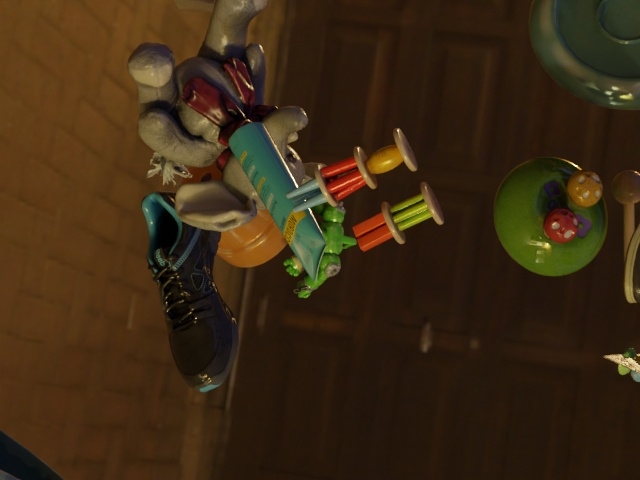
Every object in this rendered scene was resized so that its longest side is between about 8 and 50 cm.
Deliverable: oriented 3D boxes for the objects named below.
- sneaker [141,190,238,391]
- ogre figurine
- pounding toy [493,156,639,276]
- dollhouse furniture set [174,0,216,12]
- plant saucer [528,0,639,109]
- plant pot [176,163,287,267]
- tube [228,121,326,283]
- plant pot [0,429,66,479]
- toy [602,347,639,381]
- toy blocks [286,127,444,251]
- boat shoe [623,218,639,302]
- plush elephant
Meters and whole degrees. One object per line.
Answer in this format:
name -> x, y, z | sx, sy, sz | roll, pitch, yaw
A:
sneaker -> -0.228, 0.079, 1.837 | 0.140, 0.125, 0.340 | 28, 43, -57
ogre figurine -> 0.000, 0.000, 2.116 | 0.118, 0.097, 0.197 | -15, -134, 52
pounding toy -> 0.384, -0.041, 1.673 | 0.110, 0.237, 0.183 | 147, -51, -73
dollhouse furniture set -> -0.228, -0.493, 2.096 | 0.129, 0.129, 0.183 | 65, 33, -72
plant saucer -> 0.516, -0.370, 1.930 | 0.043, 0.318, 0.317 | 86, 14, -69
plant pot -> -0.172, -0.078, 2.192 | 0.188, 0.205, 0.205 | 39, 54, -47
tube -> -0.045, -0.051, 1.378 | 0.207, 0.052, 0.080 | 59, -20, 26
plant pot -> -0.380, 0.220, 0.952 | 0.195, 0.290, 0.290 | -56, 167, -11
toy -> 0.521, 0.225, 1.592 | 0.137, 0.237, 0.056 | 3, 110, -44
toy blocks -> 0.048, -0.043, 1.283 | 0.123, 0.148, 0.054 | 62, 15, -12
boat shoe -> 0.486, -0.007, 1.589 | 0.223, 0.073, 0.080 | -61, 143, -27
plush elephant -> -0.119, -0.153, 1.642 | 0.272, 0.255, 0.330 | -41, 158, -44
